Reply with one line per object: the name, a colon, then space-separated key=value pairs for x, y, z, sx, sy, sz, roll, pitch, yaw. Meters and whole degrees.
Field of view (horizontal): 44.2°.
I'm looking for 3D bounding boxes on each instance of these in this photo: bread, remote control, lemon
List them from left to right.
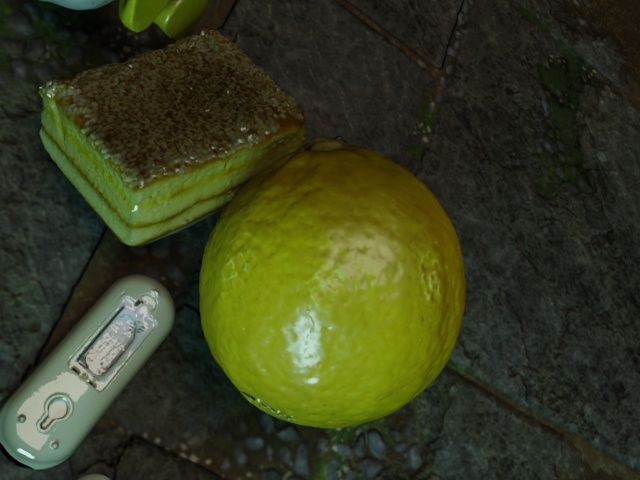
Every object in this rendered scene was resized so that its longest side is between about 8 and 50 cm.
remote control: x=-0.220 y=0.120 z=0.760 sx=0.078 sy=0.042 sz=0.221 roll=44 pitch=54 yaw=-12
bread: x=-0.150 y=-0.111 z=0.831 sx=0.234 sy=0.110 sz=0.184 roll=-29 pitch=63 yaw=-35
lemon: x=0.012 y=0.047 z=0.794 sx=0.293 sy=0.293 sz=0.293 roll=12 pitch=66 yaw=-29

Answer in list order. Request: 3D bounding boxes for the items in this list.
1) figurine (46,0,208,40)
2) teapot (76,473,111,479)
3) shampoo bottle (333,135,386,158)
figurine: x=-0.256 y=-0.393 z=0.834 sx=0.338 sy=0.204 sz=0.283 roll=27 pitch=80 yaw=4
teapot: x=-0.179 y=0.346 z=0.641 sx=0.204 sy=0.139 sz=0.298 roll=-8 pitch=77 yaw=-32
shampoo bottle: x=0.066 y=-0.064 z=0.991 sx=0.162 sy=0.079 sz=0.079 roll=49 pitch=54 yaw=-7
